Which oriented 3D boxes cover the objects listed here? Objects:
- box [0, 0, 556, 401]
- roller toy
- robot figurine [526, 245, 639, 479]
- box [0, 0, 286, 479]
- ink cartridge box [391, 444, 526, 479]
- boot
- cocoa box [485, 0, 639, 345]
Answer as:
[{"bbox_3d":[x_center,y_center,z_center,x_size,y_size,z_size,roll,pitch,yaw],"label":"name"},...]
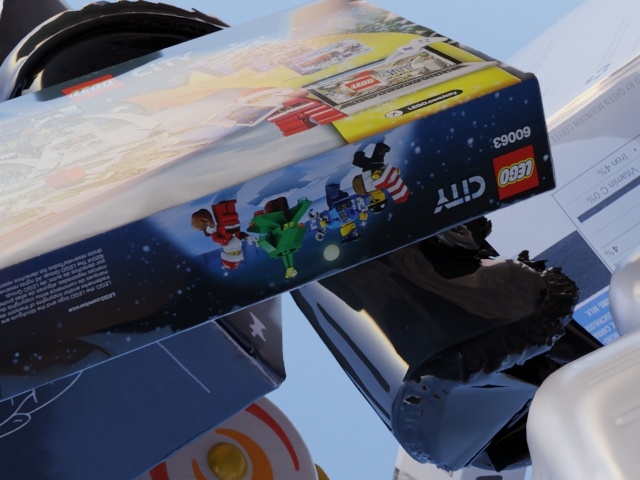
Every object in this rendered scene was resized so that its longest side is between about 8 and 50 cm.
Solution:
[{"bbox_3d":[-0.059,-0.020,0.610,0.233,0.044,0.159,-20,-156,-16],"label":"box"},{"bbox_3d":[-0.103,0.216,1.468,0.209,0.146,0.191,42,-136,-1],"label":"roller toy"},{"bbox_3d":[0.199,0.082,0.495,0.300,0.353,0.200,62,179,37],"label":"robot figurine"},{"bbox_3d":[-0.268,0.050,1.217,0.293,0.395,0.212,48,-160,-27],"label":"box"},{"bbox_3d":[0.109,0.197,1.407,0.063,0.150,0.109,6,-168,-25],"label":"ink cartridge box"},{"bbox_3d":[0.000,0.000,0.740,0.246,0.094,0.207,17,-157,-38],"label":"boot"},{"bbox_3d":[0.229,-0.033,1.107,0.228,0.231,0.347,50,-151,-7],"label":"cocoa box"}]
